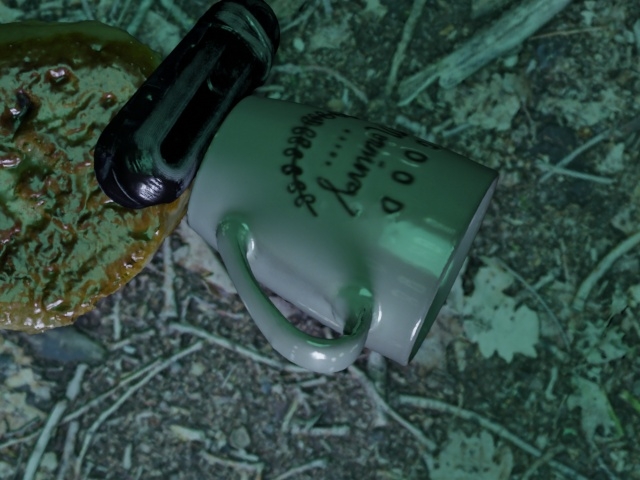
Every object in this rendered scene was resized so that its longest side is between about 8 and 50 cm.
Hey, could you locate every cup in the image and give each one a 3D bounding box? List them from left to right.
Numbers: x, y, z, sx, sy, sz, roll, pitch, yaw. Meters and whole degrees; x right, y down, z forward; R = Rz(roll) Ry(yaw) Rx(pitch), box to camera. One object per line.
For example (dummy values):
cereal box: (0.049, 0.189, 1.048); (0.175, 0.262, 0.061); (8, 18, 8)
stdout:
cup: (0.000, 0.000, 1.234); (0.234, 0.186, 0.258); (24, 43, 7)

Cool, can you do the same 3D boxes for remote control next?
remote control: (-0.102, -0.131, 1.275); (0.090, 0.066, 0.266); (58, 49, -30)

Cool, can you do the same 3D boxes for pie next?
pie: (-0.266, -0.063, 1.312); (0.315, 0.092, 0.315); (0, 84, -2)
